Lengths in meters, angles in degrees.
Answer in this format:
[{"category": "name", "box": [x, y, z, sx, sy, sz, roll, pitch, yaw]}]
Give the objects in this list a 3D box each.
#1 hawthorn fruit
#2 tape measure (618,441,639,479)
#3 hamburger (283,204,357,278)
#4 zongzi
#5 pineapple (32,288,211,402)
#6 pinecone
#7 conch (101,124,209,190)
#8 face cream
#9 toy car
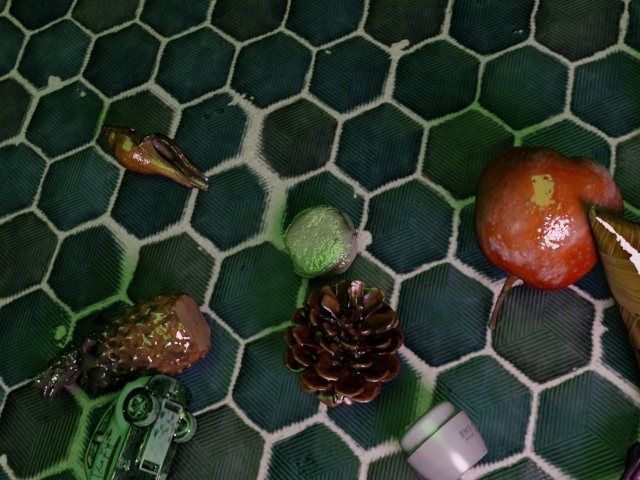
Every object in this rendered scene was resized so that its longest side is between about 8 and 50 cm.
[{"category": "hawthorn fruit", "box": [0.356, -0.033, 1.307, 0.231, 0.235, 0.263, -6, 59, 18]}, {"category": "tape measure", "box": [0.508, 0.398, 1.133, 0.231, 0.149, 0.245, 15, 71, 19]}, {"category": "hamburger", "box": [0.000, 0.000, 1.469, 0.133, 0.062, 0.140, -18, 66, 5]}, {"category": "zongzi", "box": [0.478, 0.104, 1.205, 0.134, 0.288, 0.286, -19, 58, 48]}, {"category": "pineapple", "box": [-0.347, 0.187, 1.431, 0.310, 0.141, 0.170, -22, 40, 11]}, {"category": "pinecone", "box": [0.038, 0.153, 1.322, 0.207, 0.208, 0.208, -5, 66, 10]}, {"category": "conch", "box": [-0.318, -0.165, 1.606, 0.232, 0.080, 0.086, 14, 103, -2]}, {"category": "face cream", "box": [0.186, 0.310, 1.261, 0.117, 0.117, 0.104, -39, 72, -6]}, {"category": "toy car", "box": [-0.313, 0.362, 1.341, 0.125, 0.136, 0.306, 9, 70, 30]}]
